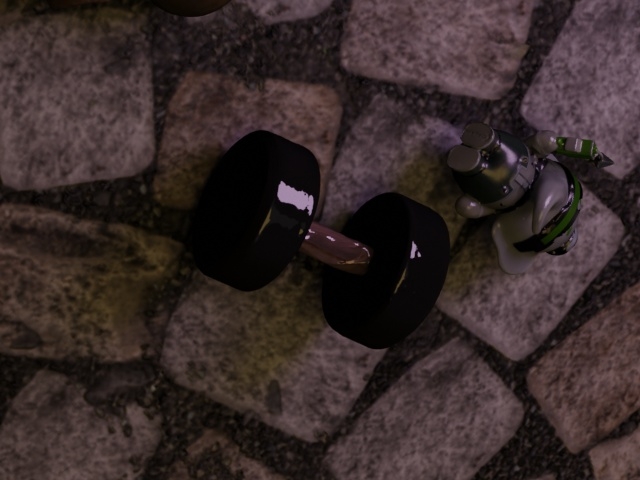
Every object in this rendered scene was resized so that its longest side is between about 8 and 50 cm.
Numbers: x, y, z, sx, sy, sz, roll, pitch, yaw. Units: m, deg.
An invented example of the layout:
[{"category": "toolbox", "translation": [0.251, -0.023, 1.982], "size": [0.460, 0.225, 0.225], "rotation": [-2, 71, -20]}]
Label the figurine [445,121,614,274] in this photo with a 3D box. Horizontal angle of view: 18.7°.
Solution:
[{"category": "figurine", "translation": [0.206, -0.046, 1.972], "size": [0.192, 0.126, 0.147], "rotation": [41, 71, -42]}]

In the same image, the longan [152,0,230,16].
[{"category": "longan", "translation": [-0.124, -0.253, 1.757], "size": [0.119, 0.106, 0.106], "rotation": [-18, 116, -28]}]

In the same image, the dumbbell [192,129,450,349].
[{"category": "dumbbell", "translation": [0.000, 0.000, 1.879], "size": [0.218, 0.152, 0.152], "rotation": [25, 98, -28]}]

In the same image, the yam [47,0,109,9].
[{"category": "yam", "translation": [-0.220, -0.270, 1.723], "size": [0.084, 0.084, 0.127], "rotation": [-18, 112, -17]}]
